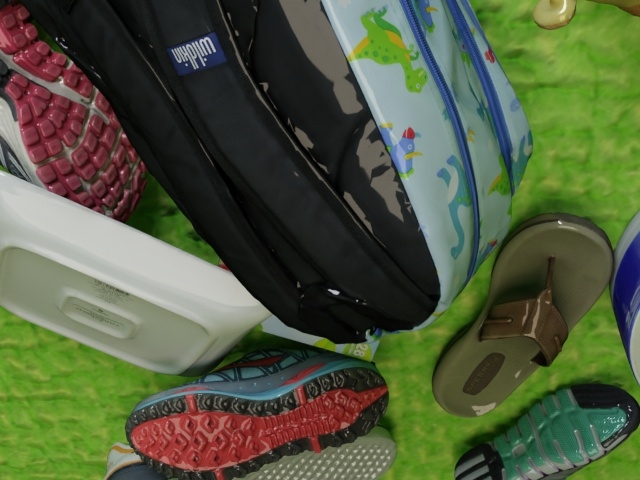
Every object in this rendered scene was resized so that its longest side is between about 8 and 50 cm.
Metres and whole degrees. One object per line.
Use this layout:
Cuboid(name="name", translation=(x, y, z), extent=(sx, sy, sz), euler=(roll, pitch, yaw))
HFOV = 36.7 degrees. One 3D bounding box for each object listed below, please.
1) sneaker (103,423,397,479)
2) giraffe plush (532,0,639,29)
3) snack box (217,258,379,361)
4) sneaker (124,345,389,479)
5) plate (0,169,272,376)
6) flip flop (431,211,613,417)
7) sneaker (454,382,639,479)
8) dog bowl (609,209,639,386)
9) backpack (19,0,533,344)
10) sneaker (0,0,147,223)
Cuboid(name="sneaker", translation=(-0.081, 0.232, 1.059), extent=(0.321, 0.127, 0.126), euler=(-11, 133, -16))
Cuboid(name="giraffe plush", translation=(0.216, -0.222, 0.672), extent=(0.210, 0.170, 0.181), euler=(6, 125, 2))
Cuboid(name="snack box", translation=(0.000, 0.000, 0.911), extent=(0.174, 0.070, 0.207), euler=(17, 126, -5))
Cuboid(name="sneaker", translation=(-0.066, 0.169, 0.988), extent=(0.261, 0.125, 0.104), euler=(-9, 108, -7))
Cuboid(name="plate", translation=(-0.202, 0.054, 0.909), extent=(0.277, 0.045, 0.278), euler=(25, 153, -10))
Cuboid(name="flip flop", translation=(0.194, 0.090, 0.945), extent=(0.112, 0.080, 0.277), euler=(23, 124, -10))
Cuboid(name="sneaker", translation=(0.256, 0.227, 1.052), extent=(0.223, 0.083, 0.098), euler=(-33, 138, 28))
Cuboid(name="dog bowl", translation=(0.407, 0.056, 0.885), extent=(0.264, 0.104, 0.265), euler=(3, 124, 4))
Cuboid(name="backpack", translation=(-0.005, -0.096, 0.676), extent=(0.290, 0.273, 0.356), euler=(-15, 102, 43))
Cuboid(name="sneaker", translation=(-0.264, -0.126, 0.840), extent=(0.112, 0.121, 0.299), euler=(-4, 131, 45))
